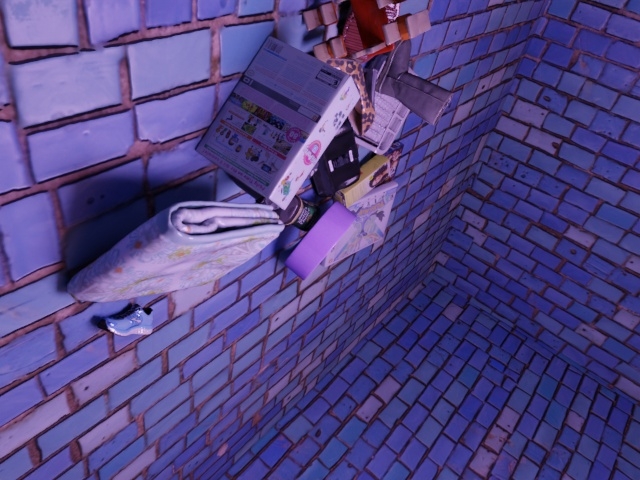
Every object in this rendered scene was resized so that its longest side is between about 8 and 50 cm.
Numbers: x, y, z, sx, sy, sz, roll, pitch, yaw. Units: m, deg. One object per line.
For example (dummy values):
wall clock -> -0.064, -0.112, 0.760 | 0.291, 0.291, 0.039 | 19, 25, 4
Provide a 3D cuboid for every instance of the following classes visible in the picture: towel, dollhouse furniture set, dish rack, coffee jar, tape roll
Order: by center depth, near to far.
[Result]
towel -> -0.286, 0.029, 1.060 | 0.321, 0.090, 0.374 | -32, 166, 26
dollhouse furniture set -> 0.096, -0.538, 1.077 | 0.135, 0.262, 0.259 | -39, 120, -39
coffee jar -> -0.075, -0.088, 1.502 | 0.096, 0.079, 0.184 | -59, 156, 6
dish rack -> 0.191, -0.436, 1.581 | 0.285, 0.072, 0.333 | -61, 156, 13
tape roll -> 0.000, 0.000, 1.618 | 0.274, 0.090, 0.275 | -51, 180, -1

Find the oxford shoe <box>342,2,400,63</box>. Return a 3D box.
oxford shoe -> 0.139, -0.601, 1.217 | 0.348, 0.123, 0.130 | 122, -27, -49

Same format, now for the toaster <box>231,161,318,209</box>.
toaster -> -0.123, -0.180, 1.208 | 0.227, 0.146, 0.129 | -47, 154, -21

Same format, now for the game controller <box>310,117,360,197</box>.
game controller -> 0.038, -0.244, 1.503 | 0.166, 0.067, 0.319 | -34, 153, -7

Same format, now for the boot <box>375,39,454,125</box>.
boot -> 0.278, -0.451, 1.387 | 0.076, 0.208, 0.189 | -15, 133, -56

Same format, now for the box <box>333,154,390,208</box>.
box -> 0.147, -0.209, 1.749 | 0.232, 0.058, 0.087 | -38, 148, -14

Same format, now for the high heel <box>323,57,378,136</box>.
high heel -> 0.062, -0.377, 1.302 | 0.261, 0.093, 0.186 | -4, 105, -47

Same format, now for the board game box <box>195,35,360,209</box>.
board game box -> -0.093, -0.257, 1.077 | 0.303, 0.224, 0.097 | -56, 159, 0

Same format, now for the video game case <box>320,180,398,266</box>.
video game case -> 0.152, -0.064, 1.943 | 0.329, 0.036, 0.299 | -25, 143, -32

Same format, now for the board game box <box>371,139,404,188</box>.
board game box -> 0.241, -0.257, 1.938 | 0.165, 0.042, 0.243 | -36, 150, -38

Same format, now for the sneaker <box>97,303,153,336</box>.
sneaker -> -0.456, 0.182, 1.163 | 0.162, 0.063, 0.073 | 19, 85, -70
